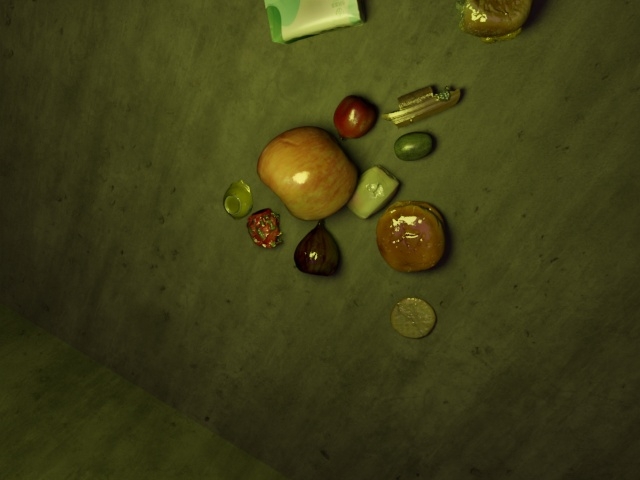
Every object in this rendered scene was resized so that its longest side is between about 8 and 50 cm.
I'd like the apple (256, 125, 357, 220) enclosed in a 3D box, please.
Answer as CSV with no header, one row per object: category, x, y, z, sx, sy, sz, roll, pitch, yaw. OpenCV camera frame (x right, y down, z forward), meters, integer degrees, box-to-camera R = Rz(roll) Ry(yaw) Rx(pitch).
apple,-0.045,-0.275,1.769,0.346,0.391,0.391,-38,96,3

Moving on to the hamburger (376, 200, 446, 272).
hamburger,0.385,-0.009,1.853,0.289,0.170,0.314,-8,108,24

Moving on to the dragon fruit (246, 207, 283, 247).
dragon fruit,-0.253,-0.053,2.026,0.166,0.160,0.172,-20,108,-13

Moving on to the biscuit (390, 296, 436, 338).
biscuit,0.434,0.366,2.043,0.219,0.033,0.220,5,111,13

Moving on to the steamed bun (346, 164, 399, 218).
steamed bun,0.210,-0.197,1.840,0.170,0.152,0.239,44,111,-2

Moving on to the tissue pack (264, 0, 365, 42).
tissue pack,-0.030,-0.913,1.631,0.356,0.194,0.266,-7,106,17

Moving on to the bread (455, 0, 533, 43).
bread,0.588,-0.788,1.510,0.246,0.195,0.176,17,106,10

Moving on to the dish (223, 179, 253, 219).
dish,-0.401,-0.182,2.051,0.148,0.080,0.208,14,113,10

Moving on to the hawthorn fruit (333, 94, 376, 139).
hawthorn fruit,0.134,-0.487,1.759,0.169,0.169,0.188,28,112,4

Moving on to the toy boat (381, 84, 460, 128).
toy boat,0.391,-0.536,1.707,0.310,0.089,0.115,-18,100,21

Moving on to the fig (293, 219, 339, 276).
fig,0.000,0.000,1.978,0.217,0.217,0.321,10,83,11

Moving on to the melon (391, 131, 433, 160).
melon,0.370,-0.381,1.755,0.167,0.114,0.114,-10,106,17
